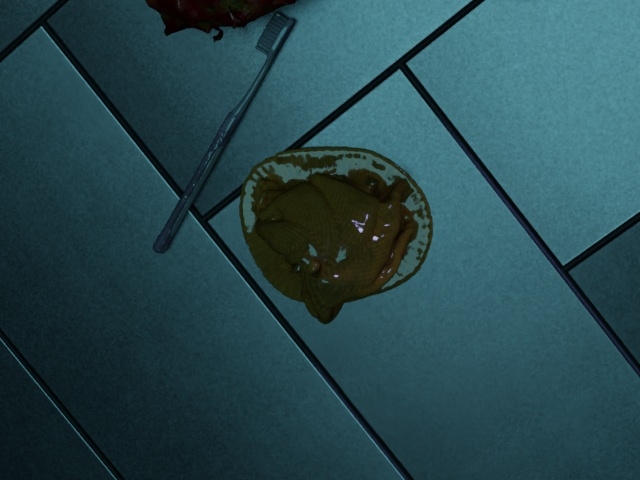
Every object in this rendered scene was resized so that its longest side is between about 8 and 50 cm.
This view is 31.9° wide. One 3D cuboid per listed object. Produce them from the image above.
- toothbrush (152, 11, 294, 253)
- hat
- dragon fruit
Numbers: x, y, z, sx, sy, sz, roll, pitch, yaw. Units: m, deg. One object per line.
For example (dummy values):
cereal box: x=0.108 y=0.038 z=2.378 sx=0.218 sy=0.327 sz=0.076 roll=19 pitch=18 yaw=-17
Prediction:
toothbrush: x=-0.131 y=-0.135 z=1.441 sx=0.029 sy=0.024 sz=0.354 roll=33 pitch=105 yaw=7
hat: x=0.000 y=0.000 z=1.341 sx=0.233 sy=0.233 sz=0.244 roll=-42 pitch=94 yaw=13
dragon fruit: x=-0.102 y=-0.350 z=1.307 sx=0.268 sy=0.210 sz=0.205 roll=-2 pitch=141 yaw=12
